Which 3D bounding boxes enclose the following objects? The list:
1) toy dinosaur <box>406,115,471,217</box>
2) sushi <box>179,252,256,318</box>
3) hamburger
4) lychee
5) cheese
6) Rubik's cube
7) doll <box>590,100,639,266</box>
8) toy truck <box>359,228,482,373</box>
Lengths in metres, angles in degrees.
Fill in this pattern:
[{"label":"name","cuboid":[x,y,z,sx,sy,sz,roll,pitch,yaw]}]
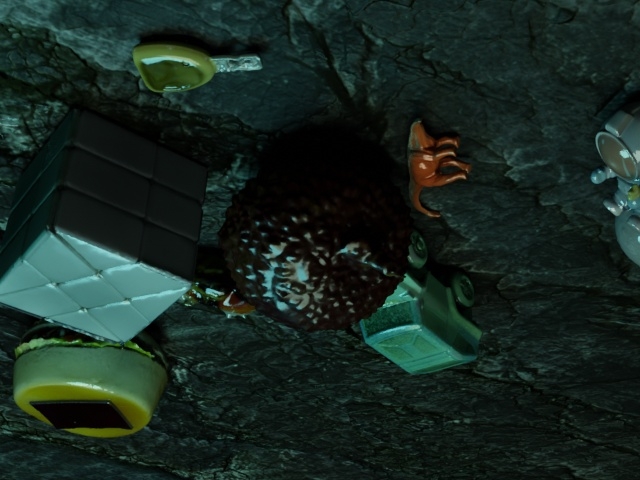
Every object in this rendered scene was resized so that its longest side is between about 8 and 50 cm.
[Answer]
[{"label":"toy dinosaur","cuboid":[0.162,-0.102,1.391,0.102,0.055,0.279,2,148,20]},{"label":"sushi","cuboid":[-0.179,0.069,1.636,0.226,0.097,0.103,19,140,5]},{"label":"hamburger","cuboid":[-0.430,0.247,1.847,0.300,0.176,0.300,2,145,2]},{"label":"lychee","cuboid":[0.000,0.000,1.372,0.300,0.264,0.264,15,161,46]},{"label":"cheese","cuboid":[-0.154,-0.227,1.259,0.163,0.036,0.086,-2,146,10]},{"label":"Rubik's cube","cuboid":[-0.317,-0.015,1.416,0.221,0.224,0.231,24,140,-28]},{"label":"doll","cuboid":[0.452,-0.076,1.327,0.151,0.150,0.287,-13,135,24]},{"label":"toy truck","cuboid":[0.143,0.105,1.597,0.155,0.156,0.279,-21,139,32]}]
